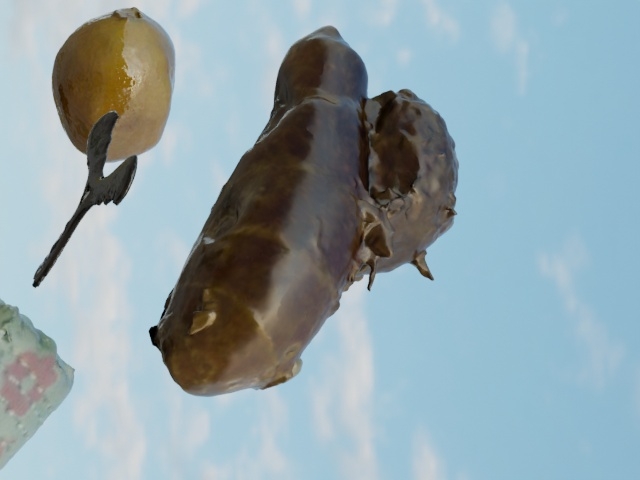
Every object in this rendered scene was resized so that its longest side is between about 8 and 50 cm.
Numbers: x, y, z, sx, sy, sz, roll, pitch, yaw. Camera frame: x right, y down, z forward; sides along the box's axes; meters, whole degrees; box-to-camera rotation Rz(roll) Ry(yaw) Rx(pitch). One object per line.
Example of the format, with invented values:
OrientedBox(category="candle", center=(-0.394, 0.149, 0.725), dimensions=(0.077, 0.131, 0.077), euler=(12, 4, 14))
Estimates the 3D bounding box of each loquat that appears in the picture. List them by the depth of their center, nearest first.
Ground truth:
OrientedBox(category="loquat", center=(-0.282, -0.209, 2.378), dimensions=(0.187, 0.176, 0.234), euler=(-61, 167, -54))

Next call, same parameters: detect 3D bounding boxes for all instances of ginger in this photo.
OrientedBox(category="ginger", center=(0.000, 0.000, 1.722), dimensions=(0.176, 0.254, 0.418), euler=(-36, -158, 58))

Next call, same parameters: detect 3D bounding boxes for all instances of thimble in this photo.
OrientedBox(category="thimble", center=(-0.359, 0.133, 1.753), dimensions=(0.185, 0.149, 0.211), euler=(41, -20, 1))

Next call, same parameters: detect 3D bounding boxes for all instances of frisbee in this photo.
OrientedBox(category="frisbee", center=(-0.238, -0.032, 1.716), dimensions=(0.187, 0.012, 0.211), euler=(-59, -157, 5))
